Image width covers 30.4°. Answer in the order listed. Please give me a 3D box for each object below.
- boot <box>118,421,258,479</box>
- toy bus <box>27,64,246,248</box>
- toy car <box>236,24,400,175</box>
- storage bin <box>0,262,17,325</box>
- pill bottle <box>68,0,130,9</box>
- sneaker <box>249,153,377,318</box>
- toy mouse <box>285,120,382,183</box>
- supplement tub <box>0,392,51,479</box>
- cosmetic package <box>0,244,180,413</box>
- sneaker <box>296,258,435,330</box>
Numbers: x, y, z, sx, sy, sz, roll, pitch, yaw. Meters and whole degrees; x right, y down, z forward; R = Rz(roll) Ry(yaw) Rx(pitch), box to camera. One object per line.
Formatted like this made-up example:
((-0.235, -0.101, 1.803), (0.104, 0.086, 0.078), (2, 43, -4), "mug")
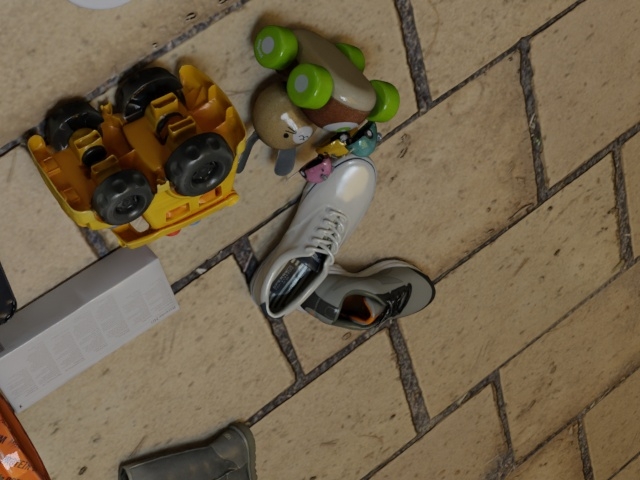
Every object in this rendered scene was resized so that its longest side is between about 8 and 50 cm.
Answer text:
((-0.193, 0.374, 1.742), (0.208, 0.076, 0.190), (-24, 120, -35), "boot")
((-0.204, -0.066, 1.354), (0.220, 0.149, 0.211), (-27, 151, -20), "toy bus")
((-0.028, -0.148, 1.441), (0.155, 0.149, 0.188), (4, 129, -48), "toy car")
((-0.416, 0.026, 1.264), (0.122, 0.084, 0.180), (-30, 135, -21), "storage bin")
((-0.237, -0.301, 1.070), (0.119, 0.208, 0.119), (-23, 134, -26), "pill bottle")
((0.000, 0.000, 1.588), (0.094, 0.091, 0.258), (27, 102, -24), "sneaker")
((0.028, -0.110, 1.513), (0.161, 0.143, 0.031), (-35, 106, -1), "toy mouse")
((-0.484, 0.302, 1.305), (0.338, 0.207, 0.207), (-31, 137, -12), "supplement tub")
((-0.297, 0.102, 1.446), (0.239, 0.060, 0.099), (-33, 135, -17), "cosmetic package")
((0.075, 0.091, 1.733), (0.271, 0.108, 0.100), (1, 118, -43), "sneaker")
